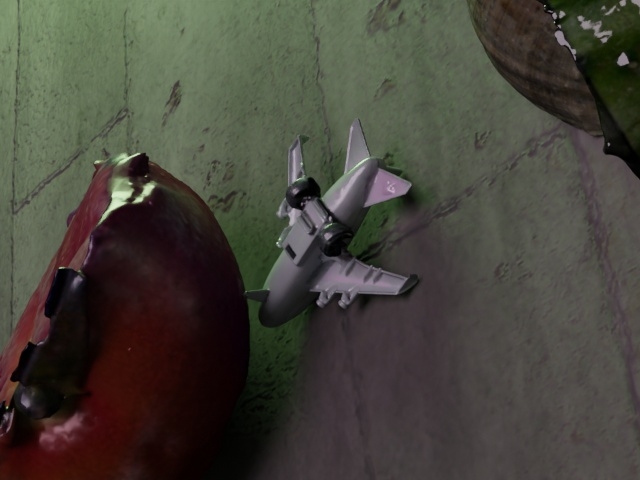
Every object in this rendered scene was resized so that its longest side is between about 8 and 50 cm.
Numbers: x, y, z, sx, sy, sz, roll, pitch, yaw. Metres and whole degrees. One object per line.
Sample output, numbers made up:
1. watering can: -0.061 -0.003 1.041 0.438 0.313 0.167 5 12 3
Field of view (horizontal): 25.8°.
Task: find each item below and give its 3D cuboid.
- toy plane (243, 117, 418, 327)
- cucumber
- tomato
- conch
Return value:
1. toy plane: 0.000 0.000 1.018 0.171 0.065 0.162 -51 52 20
2. cucumber: 0.240 -0.137 0.711 0.244 0.134 0.134 -32 50 18
3. tomato: -0.154 0.090 1.093 0.335 0.176 0.289 -62 15 17
4. conch: 0.159 -0.152 0.868 0.155 0.130 0.207 111 136 -68
